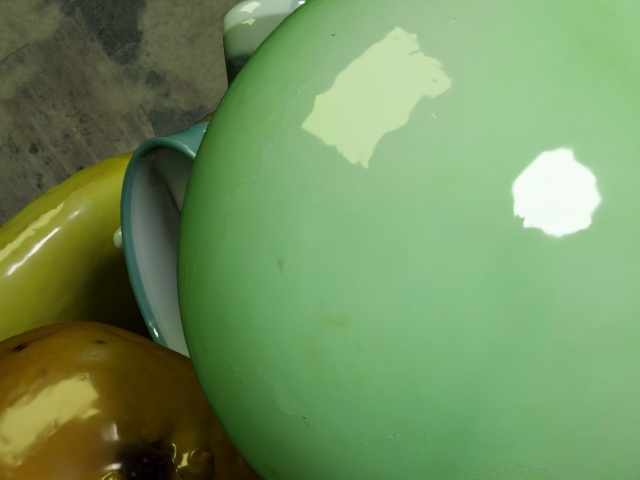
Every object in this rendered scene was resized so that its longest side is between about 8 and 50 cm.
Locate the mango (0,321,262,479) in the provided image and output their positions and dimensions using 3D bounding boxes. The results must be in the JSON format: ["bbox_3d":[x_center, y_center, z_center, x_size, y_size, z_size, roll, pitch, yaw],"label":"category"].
[{"bbox_3d":[-0.128,0.126,0.816,0.201,0.152,0.287,-50,16,-27],"label":"mango"}]

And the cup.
[{"bbox_3d":[0.000,0.000,0.986,0.173,0.167,0.300,-20,19,-31],"label":"cup"}]

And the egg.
[{"bbox_3d":[0.071,-0.005,0.622,0.220,0.220,0.270,-23,14,44],"label":"egg"}]

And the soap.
[{"bbox_3d":[-0.205,0.066,1.300,0.306,0.115,0.427,-39,-7,-9],"label":"soap"}]

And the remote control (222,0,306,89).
[{"bbox_3d":[0.007,-0.072,1.141,0.128,0.065,0.335,-9,-17,-3],"label":"remote control"}]
